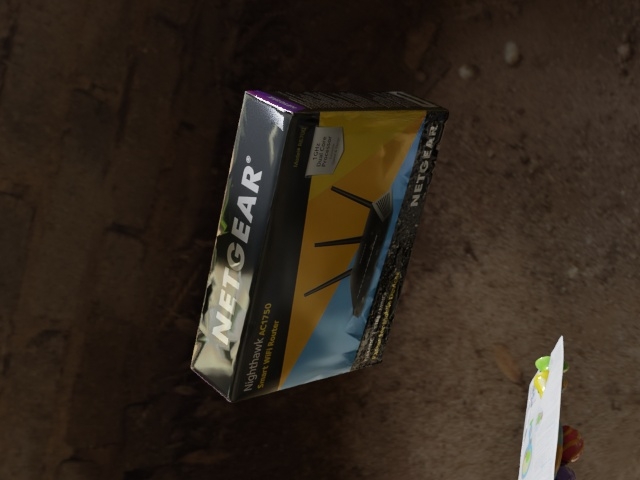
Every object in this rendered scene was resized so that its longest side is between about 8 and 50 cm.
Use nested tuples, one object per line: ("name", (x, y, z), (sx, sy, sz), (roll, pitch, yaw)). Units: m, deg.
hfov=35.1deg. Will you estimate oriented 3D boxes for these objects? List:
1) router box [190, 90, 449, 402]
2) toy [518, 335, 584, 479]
("router box", (0.000, 0.000, 0.611), (0.046, 0.133, 0.179), (31, 117, 39))
("toy", (0.286, 0.252, 1.233), (0.056, 0.137, 0.237), (12, 54, -2))
